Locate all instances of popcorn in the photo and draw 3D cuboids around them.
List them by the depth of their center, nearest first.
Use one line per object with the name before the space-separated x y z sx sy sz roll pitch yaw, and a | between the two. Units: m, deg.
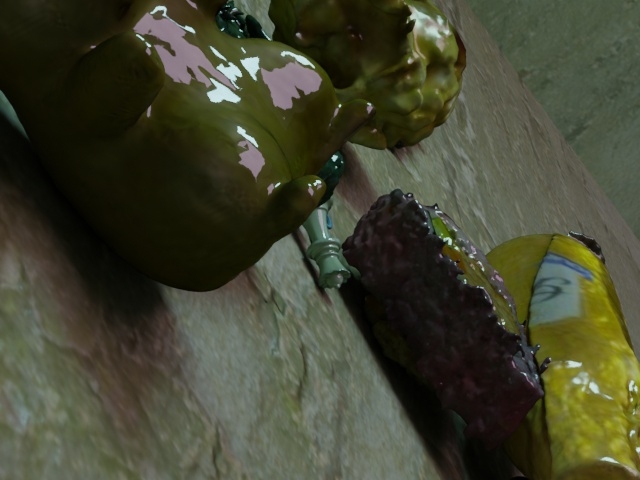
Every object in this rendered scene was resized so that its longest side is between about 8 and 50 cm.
popcorn | 0.037 -0.183 1.802 0.218 0.169 0.189 44 9 -6

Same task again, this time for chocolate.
chocolate | 0.224 0.128 1.650 0.162 0.162 0.445 52 10 -16

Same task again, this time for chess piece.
chess piece | 0.000 0.000 1.528 0.042 0.042 0.093 36 30 -54

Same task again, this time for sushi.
sushi | 0.114 0.069 1.590 0.241 0.107 0.161 52 14 21

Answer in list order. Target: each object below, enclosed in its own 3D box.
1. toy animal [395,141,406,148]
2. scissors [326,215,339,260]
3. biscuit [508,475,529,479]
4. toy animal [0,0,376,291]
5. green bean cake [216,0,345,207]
toy animal | 0.104 -0.164 2.171 0.219 0.103 0.101 -45 124 -80
scissors | -0.002 -0.009 1.585 0.058 0.014 0.119 41 16 -32
biscuit | 0.235 0.301 1.615 0.260 0.041 0.203 36 22 -44
toy animal | -0.126 -0.134 1.095 0.363 0.180 0.181 53 36 -20
green bean cake | -0.085 -0.098 1.325 0.193 0.107 0.208 60 16 13
